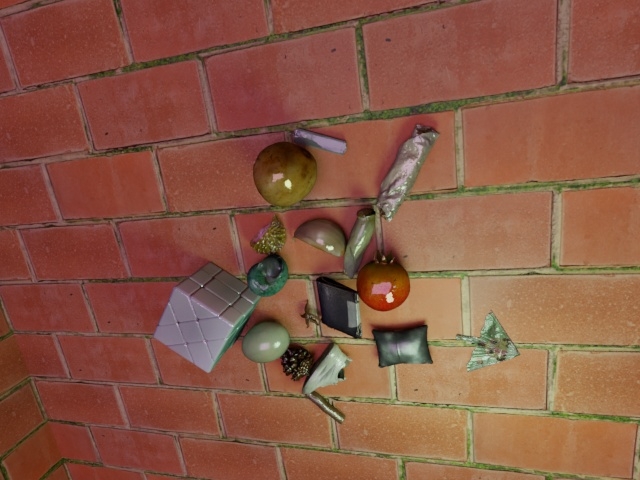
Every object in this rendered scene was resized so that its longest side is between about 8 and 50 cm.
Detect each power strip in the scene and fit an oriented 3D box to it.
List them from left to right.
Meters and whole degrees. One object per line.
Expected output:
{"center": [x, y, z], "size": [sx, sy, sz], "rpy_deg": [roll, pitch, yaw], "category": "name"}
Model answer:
{"center": [-0.011, -0.403, 1.657], "size": [0.253, 0.027, 0.060], "rpy_deg": [18, 113, 10], "category": "power strip"}

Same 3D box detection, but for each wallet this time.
{"center": [0.083, 0.287, 1.784], "size": [0.262, 0.072, 0.220], "rpy_deg": [16, 115, 52], "category": "wallet"}

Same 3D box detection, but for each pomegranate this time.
{"center": [-0.142, -0.259, 1.621], "size": [0.261, 0.260, 0.260], "rpy_deg": [5, 109, 15], "category": "pomegranate"}
{"center": [0.255, 0.164, 1.679], "size": [0.221, 0.221, 0.256], "rpy_deg": [-1, 100, 17], "category": "pomegranate"}

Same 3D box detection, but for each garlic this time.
{"center": [-0.004, -0.010, 1.747], "size": [0.245, 0.145, 0.164], "rpy_deg": [19, 143, 12], "category": "garlic"}

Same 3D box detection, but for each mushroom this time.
{"center": [0.154, 0.017, 1.708], "size": [0.087, 0.107, 0.333], "rpy_deg": [30, 116, 27], "category": "mushroom"}

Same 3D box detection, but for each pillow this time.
{"center": [0.361, 0.468, 1.803], "size": [0.250, 0.106, 0.185], "rpy_deg": [-10, 98, 17], "category": "pillow"}

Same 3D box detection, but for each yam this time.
{"center": [0.024, 0.832, 2.056], "size": [0.241, 0.057, 0.056], "rpy_deg": [38, 114, -1], "category": "yam"}

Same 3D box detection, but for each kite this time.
{"center": [0.714, 0.449, 1.745], "size": [0.268, 0.013, 0.322], "rpy_deg": [17, 111, 9], "category": "kite"}

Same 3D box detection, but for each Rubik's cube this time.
{"center": [-0.517, 0.346, 1.903], "size": [0.319, 0.316, 0.321], "rpy_deg": [32, 115, 3], "category": "Rubik's cube"}

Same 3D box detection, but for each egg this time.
{"center": [-0.262, 0.484, 1.944], "size": [0.253, 0.186, 0.186], "rpy_deg": [-21, 101, 18], "category": "egg"}

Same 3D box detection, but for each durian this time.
{"center": [-0.235, -0.009, 1.826], "size": [0.183, 0.165, 0.132], "rpy_deg": [-30, 56, 1], "category": "durian"}

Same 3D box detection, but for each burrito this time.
{"center": [0.319, -0.260, 1.586], "size": [0.117, 0.076, 0.391], "rpy_deg": [30, 112, 12], "category": "burrito"}

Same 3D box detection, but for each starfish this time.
{"center": [-0.061, 0.341, 1.896], "size": [0.133, 0.041, 0.130], "rpy_deg": [-19, 80, 40], "category": "starfish"}

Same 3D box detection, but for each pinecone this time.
{"center": [-0.117, 0.584, 1.962], "size": [0.174, 0.173, 0.173], "rpy_deg": [5, 109, 15], "category": "pinecone"}

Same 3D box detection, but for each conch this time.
{"center": [-0.245, 0.160, 1.864], "size": [0.203, 0.134, 0.196], "rpy_deg": [7, 78, 18], "category": "conch"}

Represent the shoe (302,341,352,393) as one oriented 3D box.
{"center": [0.041, 0.636, 1.949], "size": [0.159, 0.124, 0.316], "rpy_deg": [29, 114, -2], "category": "shoe"}
